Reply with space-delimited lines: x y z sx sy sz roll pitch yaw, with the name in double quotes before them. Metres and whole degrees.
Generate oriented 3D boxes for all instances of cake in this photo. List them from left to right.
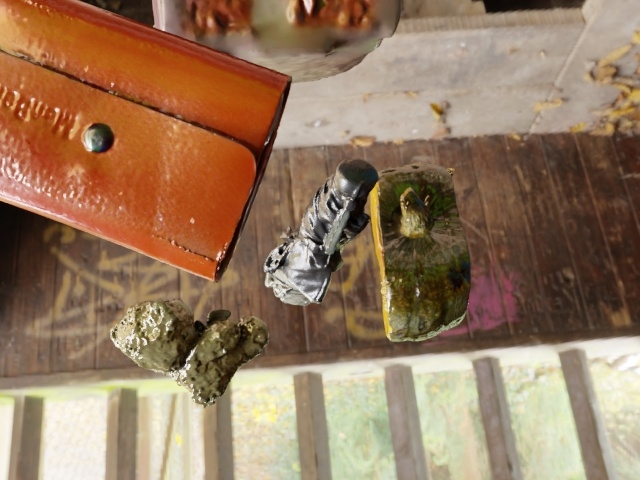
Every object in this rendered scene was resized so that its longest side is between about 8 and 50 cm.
"cake" -0.059 -0.306 0.683 0.237 0.308 0.230 -5 -171 -9

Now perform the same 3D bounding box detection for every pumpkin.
"pumpkin" 0.157 0.004 1.157 0.139 0.317 0.221 1 145 -1

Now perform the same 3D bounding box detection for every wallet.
"wallet" -0.135 -0.073 0.453 0.205 0.142 0.045 21 -179 2

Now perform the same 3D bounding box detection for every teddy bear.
"teddy bear" -0.267 0.199 1.340 0.267 0.156 0.256 -30 122 35

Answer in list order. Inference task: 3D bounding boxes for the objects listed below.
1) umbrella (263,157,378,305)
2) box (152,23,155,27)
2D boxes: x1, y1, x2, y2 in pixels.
"umbrella" -0.006 -0.001 1.064 0.113 0.106 0.357 28 146 -3
"box" -0.300 -0.501 1.640 0.212 0.042 0.201 -40 172 -6
